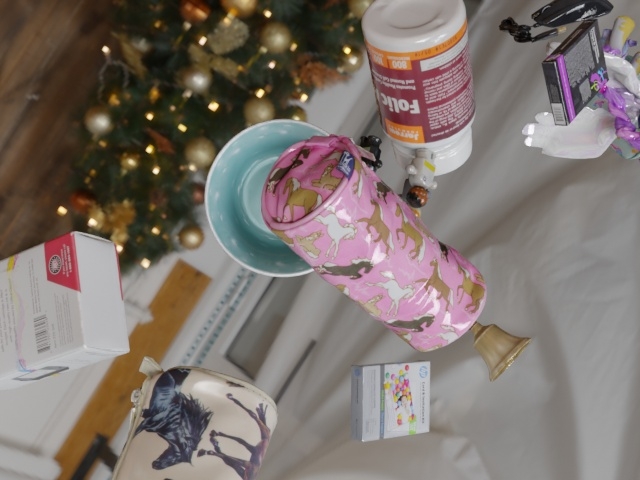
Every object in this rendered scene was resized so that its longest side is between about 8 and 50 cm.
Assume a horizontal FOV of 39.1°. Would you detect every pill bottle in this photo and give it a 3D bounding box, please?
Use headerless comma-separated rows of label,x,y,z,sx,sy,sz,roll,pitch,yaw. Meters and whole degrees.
pill bottle,0.230,-0.349,2.023,0.224,0.224,0.392,31,151,37

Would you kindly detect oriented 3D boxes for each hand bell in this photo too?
hand bell,0.317,0.174,1.922,0.242,0.126,0.126,43,-179,18

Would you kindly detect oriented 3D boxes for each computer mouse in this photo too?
computer mouse,0.545,-0.515,2.045,0.184,0.262,0.060,-93,-9,-64

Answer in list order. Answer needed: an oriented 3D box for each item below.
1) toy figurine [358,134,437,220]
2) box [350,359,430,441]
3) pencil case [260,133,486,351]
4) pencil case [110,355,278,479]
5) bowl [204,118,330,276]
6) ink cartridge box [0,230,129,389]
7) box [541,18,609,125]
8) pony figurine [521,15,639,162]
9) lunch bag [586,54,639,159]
toy figurine,0.158,-0.129,2.075,0.209,0.148,0.213,14,164,-1
box,0.139,0.313,1.771,0.186,0.145,0.038,3,177,-41
pencil case,0.087,0.011,1.306,0.386,0.167,0.160,42,-158,-37
pencil case,-0.196,0.344,1.027,0.183,0.410,0.160,20,149,1
bowl,-0.076,-0.088,1.843,0.311,0.311,0.163,33,-178,-5
ink cartridge box,-0.524,0.139,1.694,0.306,0.226,0.131,-19,162,27
box,0.423,-0.279,1.488,0.029,0.162,0.116,9,131,43
pony figurine,0.637,-0.311,1.884,0.351,0.363,0.303,19,145,15
lunch bag,0.741,-0.315,2.166,0.224,0.108,0.279,40,172,8
